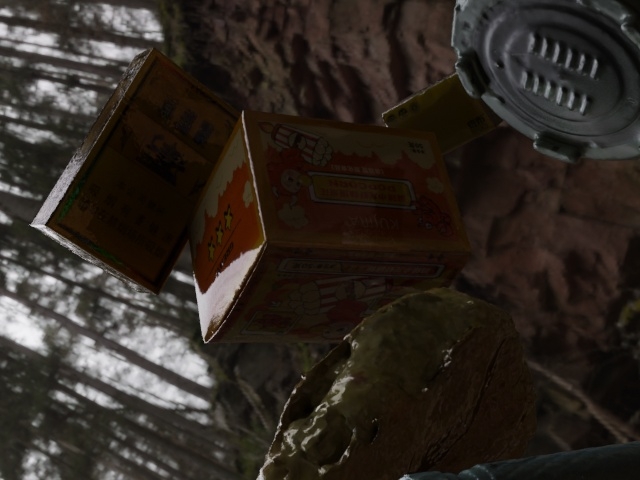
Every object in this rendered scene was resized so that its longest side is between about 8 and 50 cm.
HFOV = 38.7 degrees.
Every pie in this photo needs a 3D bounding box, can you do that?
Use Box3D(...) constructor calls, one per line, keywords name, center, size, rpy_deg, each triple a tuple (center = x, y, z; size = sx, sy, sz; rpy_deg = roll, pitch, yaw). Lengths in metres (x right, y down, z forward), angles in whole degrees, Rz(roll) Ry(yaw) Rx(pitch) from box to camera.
Box3D(name="pie", center=(0.070, 0.194, 0.701), size=(0.339, 0.083, 0.339), rpy_deg=(-18, -66, -47))

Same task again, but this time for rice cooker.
Box3D(name="rice cooker", center=(0.252, -0.212, 0.781), size=(0.227, 0.280, 0.241), rpy_deg=(-53, -25, -24))

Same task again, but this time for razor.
Box3D(name="razor", center=(0.136, 0.102, 0.410), size=(0.232, 0.068, 0.106), rpy_deg=(0, -113, -26))

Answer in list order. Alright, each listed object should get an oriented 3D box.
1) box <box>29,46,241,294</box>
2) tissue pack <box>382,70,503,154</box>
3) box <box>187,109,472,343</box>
Box3D(name="box", center=(-0.252, -0.098, 1.319), size=(0.193, 0.084, 0.301), rpy_deg=(36, -109, -29))
Box3D(name="tissue pack", center=(0.208, -0.210, 1.560), size=(0.120, 0.169, 0.082), rpy_deg=(60, -153, -8))
Box3D(name="box", center=(0.000, 0.000, 1.201), size=(0.283, 0.214, 0.259), rpy_deg=(2, -32, -25))
